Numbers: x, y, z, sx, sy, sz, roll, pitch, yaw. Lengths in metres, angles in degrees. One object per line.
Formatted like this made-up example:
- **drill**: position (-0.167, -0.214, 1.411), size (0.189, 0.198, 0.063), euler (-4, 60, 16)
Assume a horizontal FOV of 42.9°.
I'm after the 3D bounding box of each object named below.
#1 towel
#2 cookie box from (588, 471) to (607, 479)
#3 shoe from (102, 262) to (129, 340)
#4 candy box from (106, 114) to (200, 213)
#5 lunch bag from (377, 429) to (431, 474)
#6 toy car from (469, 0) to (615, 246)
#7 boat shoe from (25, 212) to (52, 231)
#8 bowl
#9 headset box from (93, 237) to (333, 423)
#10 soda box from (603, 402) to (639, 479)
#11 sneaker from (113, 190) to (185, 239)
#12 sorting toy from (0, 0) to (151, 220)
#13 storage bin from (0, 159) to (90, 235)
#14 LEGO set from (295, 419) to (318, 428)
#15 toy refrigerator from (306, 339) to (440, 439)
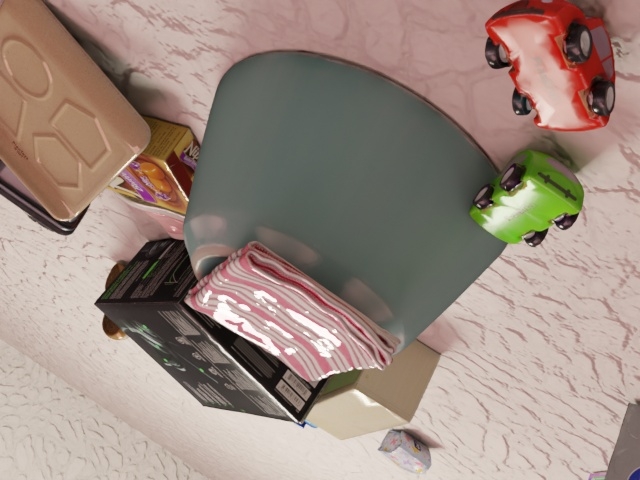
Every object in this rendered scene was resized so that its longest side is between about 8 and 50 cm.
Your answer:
- **towel**: position (-0.034, 0.070, 0.679), size (0.144, 0.029, 0.197), euler (35, 155, -11)
- **cookie box**: position (0.424, 0.353, 1.095), size (0.107, 0.040, 0.092), euler (31, 156, -4)
- **shoe**: position (-0.306, 0.099, 1.303), size (0.058, 0.077, 0.219), euler (31, -169, -24)
- **candy box**: position (-0.216, -0.096, 0.928), size (0.186, 0.053, 0.109), euler (19, 154, 26)
- **lunch bag**: position (0.150, 0.366, 1.409), size (0.071, 0.053, 0.083), euler (36, 165, -9)
- **toy car**: position (0.180, -0.056, 0.568), size (0.239, 0.053, 0.225), euler (34, 156, -8)
- **boat shoe**: position (-0.441, -0.052, 1.270), size (0.038, 0.046, 0.125), euler (0, 150, 40)
- **bowl**: position (0.000, 0.000, 0.742), size (0.311, 0.163, 0.312), euler (24, 156, 12)
- **headset box**: position (-0.149, 0.121, 1.146), size (0.246, 0.131, 0.283), euler (49, 149, -23)
- **soda box**: position (0.332, 0.317, 0.830), size (0.098, 0.286, 0.091), euler (4, 145, 42)
- **sneaker**: position (-0.201, -0.041, 1.015), size (0.134, 0.051, 0.070), euler (23, 150, 5)
- **sorting toy**: position (-0.286, -0.135, 0.864), size (0.193, 0.038, 0.208), euler (50, 134, -9)
- **storage bin**: position (-0.339, -0.090, 1.044), size (0.135, 0.098, 0.091), euler (39, 126, -19)
- **LEGO set**: position (-0.057, 0.255, 1.384), size (0.227, 0.087, 0.093), euler (30, 155, 2)
- **toy refrigerator**: position (0.055, 0.202, 1.141), size (0.094, 0.102, 0.269), euler (32, 156, -5)
